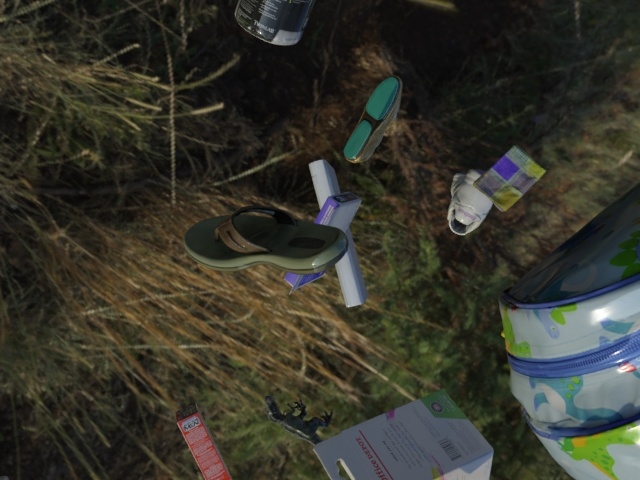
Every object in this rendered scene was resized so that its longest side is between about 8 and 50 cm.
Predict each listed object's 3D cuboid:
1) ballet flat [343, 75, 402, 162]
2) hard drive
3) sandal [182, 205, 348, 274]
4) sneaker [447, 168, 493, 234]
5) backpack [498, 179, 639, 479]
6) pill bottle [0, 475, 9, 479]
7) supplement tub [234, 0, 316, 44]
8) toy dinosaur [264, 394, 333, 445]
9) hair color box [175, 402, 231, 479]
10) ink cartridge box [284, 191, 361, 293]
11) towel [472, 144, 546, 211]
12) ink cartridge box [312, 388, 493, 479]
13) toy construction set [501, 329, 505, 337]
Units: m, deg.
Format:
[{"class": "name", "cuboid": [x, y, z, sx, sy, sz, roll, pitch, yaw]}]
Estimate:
[{"class": "ballet flat", "cuboid": [0.135, -0.285, 1.618, 0.073, 0.080, 0.232, 4, 129, -46]}, {"class": "hard drive", "cuboid": [0.049, -0.016, 1.715, 0.233, 0.047, 0.353, 7, 68, -83]}, {"class": "sandal", "cuboid": [-0.094, -0.015, 1.089, 0.120, 0.303, 0.086, -60, 138, -37]}, {"class": "sneaker", "cuboid": [0.350, -0.089, 1.667, 0.152, 0.114, 0.305, -59, 173, 1]}, {"class": "backpack", "cuboid": [0.285, 0.030, 0.400, 0.355, 0.273, 0.290, -54, 180, 9]}, {"class": "pill bottle", "cuboid": [-0.627, 0.527, 1.326, 0.067, 0.067, 0.120, -13, 89, -49]}, {"class": "supplement tub", "cuboid": [-0.053, -0.416, 1.072, 0.117, 0.117, 0.190, -17, 143, -47]}, {"class": "toy dinosaur", "cuboid": [-0.030, 0.457, 1.697, 0.064, 0.268, 0.118, -53, -175, 30]}, {"class": "hair color box", "cuboid": [-0.257, 0.447, 1.492, 0.053, 0.093, 0.167, -25, 96, -13]}, {"class": "ink cartridge box", "cuboid": [0.000, 0.000, 1.446, 0.206, 0.045, 0.208, -62, 168, 16]}, {"class": "towel", "cuboid": [0.255, -0.084, 0.924, 0.083, 0.060, 0.009, -42, 161, 2]}, {"class": "ink cartridge box", "cuboid": [0.180, 0.498, 1.530, 0.354, 0.207, 0.119, -16, 128, -20]}, {"class": "toy construction set", "cuboid": [0.370, 0.154, 0.791, 0.328, 0.215, 0.151, 18, 98, -45]}]
